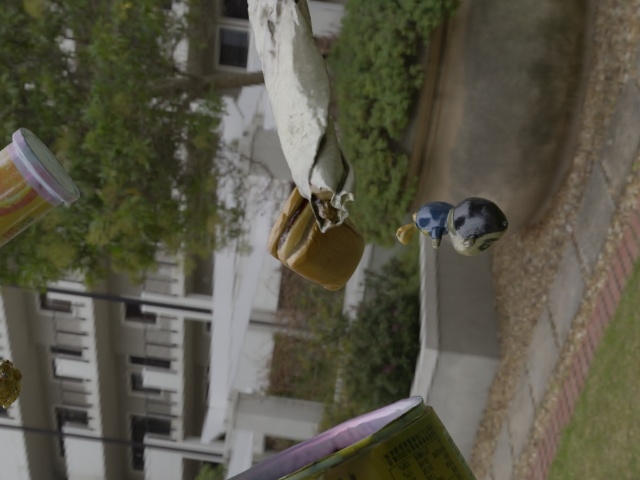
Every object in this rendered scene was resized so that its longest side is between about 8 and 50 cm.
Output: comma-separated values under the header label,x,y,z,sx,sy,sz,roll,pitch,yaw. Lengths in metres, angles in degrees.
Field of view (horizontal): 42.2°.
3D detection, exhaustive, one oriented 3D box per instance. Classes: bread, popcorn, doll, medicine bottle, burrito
label,x,y,z,sx,sy,sz,roll,pitch,yaw
bread,0.000,0.000,1.209,0.116,0.077,0.200,-57,-27,-1
popcorn,-0.506,0.221,1.303,0.084,0.084,0.084,8,-90,-89
doll,0.203,-0.019,1.232,0.102,0.179,0.089,-40,-68,-37
medicine bottle,-0.495,0.034,0.999,0.426,0.108,0.108,-38,-3,-3
burrito,-0.025,-0.204,1.074,0.117,0.076,0.392,-46,52,56

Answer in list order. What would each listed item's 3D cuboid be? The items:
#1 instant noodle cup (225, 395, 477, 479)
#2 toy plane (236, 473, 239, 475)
label,x,y,z,sx,sy,sz,roll,pitch,yaw
instant noodle cup,0.034,0.301,0.715,0.325,0.325,0.254,91,155,-82
toy plane,-0.168,0.478,1.268,0.235,0.096,0.060,-53,-27,-14
